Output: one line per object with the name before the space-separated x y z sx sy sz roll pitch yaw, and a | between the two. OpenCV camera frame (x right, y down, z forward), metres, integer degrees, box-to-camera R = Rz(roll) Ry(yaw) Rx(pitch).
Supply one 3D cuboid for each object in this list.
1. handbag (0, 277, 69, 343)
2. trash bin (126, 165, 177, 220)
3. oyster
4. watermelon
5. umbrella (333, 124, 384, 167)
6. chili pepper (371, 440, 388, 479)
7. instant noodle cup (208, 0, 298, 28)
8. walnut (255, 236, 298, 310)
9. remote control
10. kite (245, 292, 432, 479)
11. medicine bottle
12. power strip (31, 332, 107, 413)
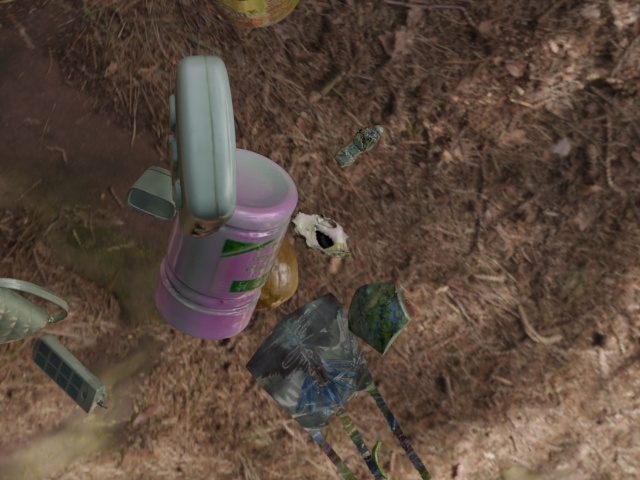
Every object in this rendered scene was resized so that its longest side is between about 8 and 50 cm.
handbag | -0.599 0.126 1.481 0.219 0.079 0.256 -9 157 7
trash bin | -0.363 -0.107 1.795 0.116 0.130 0.059 20 118 -1
oyster | -0.006 -0.007 1.965 0.072 0.133 0.209 -38 161 30
watermelon | 0.077 0.099 1.037 0.084 0.092 0.072 -40 149 0
umbrella | 0.097 -0.236 1.969 0.143 0.062 0.067 -38 145 7
chili pepper | 0.123 0.460 1.651 0.030 0.017 0.083 -15 86 -29
instant noodle cup | -0.143 -0.549 1.560 0.264 0.200 0.264 0 80 3
walnut | -0.155 0.072 2.053 0.195 0.195 0.221 -13 81 -7
remote control | -0.115 -0.074 0.751 0.056 0.296 0.140 -5 89 -11
kite | 0.032 0.216 1.080 0.169 0.310 0.015 -45 152 5
medicine bottle | -0.185 0.009 1.514 0.212 0.212 0.325 11 127 -16
power strip | -0.539 0.288 1.702 0.227 0.029 0.080 38 119 16
